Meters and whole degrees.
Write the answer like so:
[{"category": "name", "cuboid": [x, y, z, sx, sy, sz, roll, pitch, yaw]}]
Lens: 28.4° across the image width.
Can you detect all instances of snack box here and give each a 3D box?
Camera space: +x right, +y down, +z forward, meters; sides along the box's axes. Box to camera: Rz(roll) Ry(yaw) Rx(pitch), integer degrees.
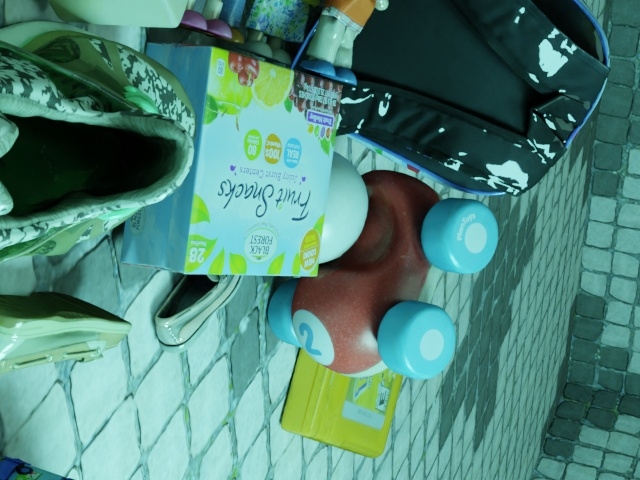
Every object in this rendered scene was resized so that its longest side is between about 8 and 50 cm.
[{"category": "snack box", "cuboid": [-0.067, -0.059, 1.036, 0.207, 0.070, 0.174, 6, 93, -60]}]

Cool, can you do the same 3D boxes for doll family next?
[{"category": "doll family", "cuboid": [-0.049, -0.236, 1.019, 0.263, 0.118, 0.163, 11, 98, -53]}]

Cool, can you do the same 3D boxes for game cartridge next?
[{"category": "game cartridge", "cuboid": [0.054, 0.120, 1.581, 0.324, 0.053, 0.285, 41, 63, -70]}]

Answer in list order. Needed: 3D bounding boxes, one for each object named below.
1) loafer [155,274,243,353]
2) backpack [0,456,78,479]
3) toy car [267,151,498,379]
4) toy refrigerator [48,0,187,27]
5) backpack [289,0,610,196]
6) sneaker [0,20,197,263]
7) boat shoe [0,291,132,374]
[{"category": "loafer", "cuboid": [-0.104, 0.041, 1.098, 0.125, 0.045, 0.039, -59, 147, -37]}, {"category": "backpack", "cuboid": [-0.160, 0.240, 0.856, 0.158, 0.173, 0.117, 81, 28, -45]}, {"category": "toy car", "cuboid": [0.000, 0.000, 1.216, 0.238, 0.219, 0.210, 32, 76, -35]}, {"category": "toy refrigerator", "cuboid": [-0.148, -0.246, 0.721, 0.269, 0.094, 0.102, 69, 31, -59]}, {"category": "backpack", "cuboid": [0.132, -0.177, 1.210, 0.276, 0.263, 0.213, -54, -178, 23]}, {"category": "sneaker", "cuboid": [-0.144, -0.042, 0.713, 0.410, 0.182, 0.158, -20, 120, -68]}, {"category": "boat shoe", "cuboid": [-0.185, 0.067, 0.867, 0.153, 0.056, 0.048, 6, 106, -70]}]
